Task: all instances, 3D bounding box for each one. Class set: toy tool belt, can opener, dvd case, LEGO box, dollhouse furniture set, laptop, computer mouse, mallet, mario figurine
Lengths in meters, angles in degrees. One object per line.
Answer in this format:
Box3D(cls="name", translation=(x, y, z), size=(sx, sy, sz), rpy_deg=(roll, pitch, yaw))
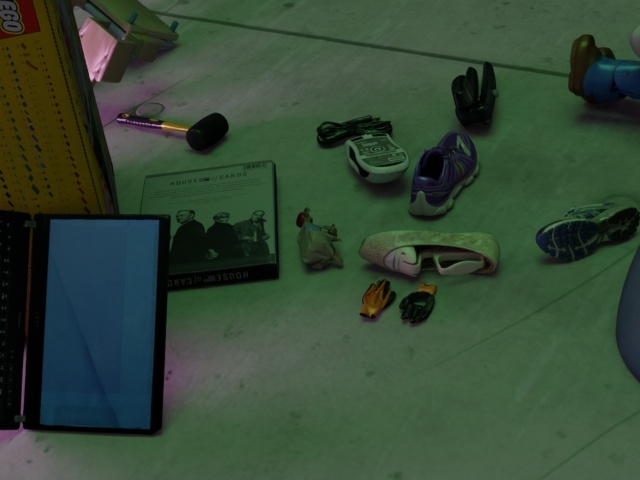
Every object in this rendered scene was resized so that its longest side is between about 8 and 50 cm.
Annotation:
Box3D(cls="toy tool belt", translation=(0.000, 0.000, 1.508), size=(0.051, 0.052, 0.083), rpy_deg=(17, 32, -21))
Box3D(cls="can opener", translation=(0.227, -0.215, 1.761), size=(0.059, 0.073, 0.186), rpy_deg=(-5, 25, 18))
Box3D(cls="dvd case", translation=(-0.144, -0.022, 1.575), size=(0.179, 0.030, 0.239), rpy_deg=(-7, 34, 2))
Box3D(cls="LEGO box", translation=(-0.374, -0.185, 1.441), size=(0.193, 0.500, 0.372), rpy_deg=(-12, 35, -6))
Box3D(cls="dollhouse furniture set", translation=(-0.363, -0.300, 1.988), size=(0.286, 0.198, 0.303), rpy_deg=(41, 22, 22))
Box3D(cls="laptop", translation=(-0.302, 0.079, 1.251), size=(0.264, 0.234, 0.136), rpy_deg=(7, -9, -42))
Box3D(cls="computer mouse", translation=(0.066, -0.116, 1.663), size=(0.106, 0.042, 0.193), rpy_deg=(-9, 29, -10))
Box3D(cls="mallet", translation=(-0.227, -0.163, 1.792), size=(0.189, 0.039, 0.062), rpy_deg=(7, 33, 26))
Box3D(cls="mario figurine", translation=(0.508, -0.241, 1.649), size=(0.320, 0.170, 0.198), rpy_deg=(10, 36, 26))

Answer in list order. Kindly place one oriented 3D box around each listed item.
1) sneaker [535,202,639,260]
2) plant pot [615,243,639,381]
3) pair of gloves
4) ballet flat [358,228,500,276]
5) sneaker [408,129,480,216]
Box3D(cls="sneaker", translation=(0.310, -0.015, 1.469), size=(0.135, 0.052, 0.058), rpy_deg=(-13, 24, -20))
Box3D(cls="plant pot", translation=(0.450, 0.025, 1.249), size=(0.290, 0.195, 0.290), rpy_deg=(-5, 35, 4))
Box3D(cls="pair of gloves", translation=(0.089, 0.070, 1.415), size=(0.083, 0.010, 0.074), rpy_deg=(8, 36, 16))
Box3D(cls="ballet flat", translation=(0.127, 0.017, 1.447), size=(0.168, 0.057, 0.052), rpy_deg=(-3, 44, 7))
Box3D(cls="sneaker", translation=(0.161, -0.099, 1.590), size=(0.068, 0.071, 0.170), rpy_deg=(7, 36, 20))
